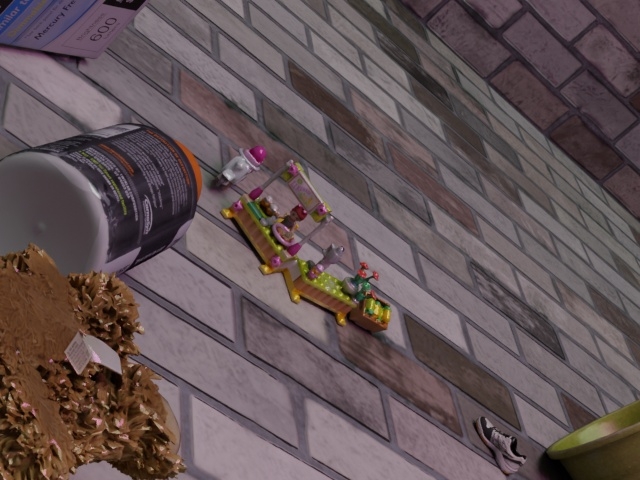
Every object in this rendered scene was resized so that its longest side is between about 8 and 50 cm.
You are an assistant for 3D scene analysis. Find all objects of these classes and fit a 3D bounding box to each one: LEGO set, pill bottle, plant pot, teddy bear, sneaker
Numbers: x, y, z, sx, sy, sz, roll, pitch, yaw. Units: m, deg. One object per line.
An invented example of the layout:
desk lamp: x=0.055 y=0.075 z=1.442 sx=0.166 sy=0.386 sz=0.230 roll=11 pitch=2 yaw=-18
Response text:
LEGO set: x=0.000 y=0.000 z=1.426 sx=0.287 sy=0.107 sz=0.132 roll=46 pitch=22 yaw=-8
pill bottle: x=-0.192 y=-0.035 z=1.088 sx=0.130 sy=0.130 sz=0.245 roll=50 pitch=22 yaw=2
plant pot: x=0.486 y=0.344 z=1.634 sx=0.254 sy=0.276 sz=0.276 roll=65 pitch=24 yaw=7
teddy bear: x=-0.210 y=0.077 z=0.764 sx=0.245 sy=0.113 sz=0.338 roll=60 pitch=16 yaw=10
sneaker: x=0.233 y=0.256 z=1.547 sx=0.083 sy=0.037 sz=0.032 roll=56 pitch=25 yaw=20

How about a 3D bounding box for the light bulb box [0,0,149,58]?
light bulb box: x=-0.281 y=-0.392 z=1.194 sx=0.225 sy=0.358 sz=0.361 roll=53 pitch=23 yaw=15
